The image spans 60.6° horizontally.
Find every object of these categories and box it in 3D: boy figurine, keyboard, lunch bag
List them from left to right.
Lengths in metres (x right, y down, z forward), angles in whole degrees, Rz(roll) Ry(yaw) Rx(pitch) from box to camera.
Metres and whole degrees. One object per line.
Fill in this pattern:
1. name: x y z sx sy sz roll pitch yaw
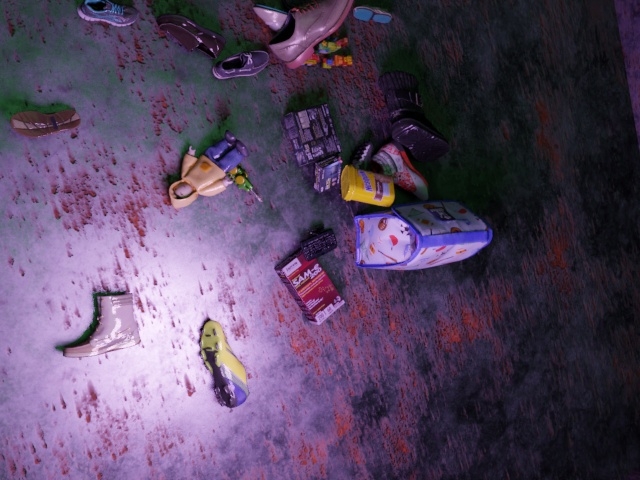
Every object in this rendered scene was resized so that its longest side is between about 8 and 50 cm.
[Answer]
1. boy figurine: -0.361 -0.215 1.687 0.285 0.092 0.177 -42 83 -9
2. keyboard: 0.000 0.000 1.868 0.192 0.038 0.100 -26 94 -54
3. lunch bag: 0.349 -0.016 1.902 0.328 0.385 0.238 -5 92 -26

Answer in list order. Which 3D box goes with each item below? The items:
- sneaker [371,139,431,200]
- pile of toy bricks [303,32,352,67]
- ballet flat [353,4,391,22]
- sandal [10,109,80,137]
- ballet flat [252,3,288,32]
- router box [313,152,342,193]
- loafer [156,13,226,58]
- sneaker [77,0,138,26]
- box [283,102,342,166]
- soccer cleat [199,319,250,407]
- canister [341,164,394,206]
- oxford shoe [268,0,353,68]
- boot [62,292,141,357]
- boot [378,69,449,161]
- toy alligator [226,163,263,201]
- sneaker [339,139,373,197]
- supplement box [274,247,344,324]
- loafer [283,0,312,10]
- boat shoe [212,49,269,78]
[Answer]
1. sneaker: 0.292 -0.229 2.042 0.145 0.090 0.270 -41 104 -21
2. pile of toy bricks: 0.032 -0.665 1.899 0.212 0.105 0.118 -7 93 -27
3. ballet flat: 0.185 -0.840 2.019 0.168 0.057 0.052 1 61 -31
4. sandal: -0.763 -0.326 1.523 0.180 0.049 0.072 -21 105 -41
5. ballet flat: -0.113 -0.734 1.846 0.249 0.086 0.086 -1 90 -28
6. router box: 0.025 -0.231 1.890 0.092 0.122 0.038 -28 57 -24
7. loafer: -0.399 -0.627 1.690 0.220 0.080 0.078 14 83 -27
8. sneaker: -0.610 -0.665 1.584 0.167 0.076 0.065 -8 94 -27
9. box: -0.026 -0.363 1.882 0.147 0.077 0.180 -23 100 -26
10. soccer cleat: -0.302 0.387 1.746 0.121 0.093 0.289 -21 95 -57
11. canister: 0.163 -0.184 1.880 0.170 0.073 0.126 10 54 -17
12. oxford shoe: -0.024 -0.723 1.771 0.348 0.123 0.130 -48 135 15
13. boot: -0.633 0.240 1.567 0.213 0.077 0.165 -10 95 -32
14. boot: 0.356 -0.467 2.055 0.348 0.131 0.260 24 49 -51
15. toy alligator: -0.260 -0.193 1.778 0.051 0.056 0.189 -29 106 17
16. sneaker: 0.153 -0.245 1.978 0.106 0.078 0.234 24 83 -28
17. supplement box: -0.036 0.155 1.877 0.130 0.073 0.239 -39 105 -22
18. loafer: 0.000 -0.852 1.890 0.268 0.084 0.096 -18 86 -29
19. boat shoe: -0.247 -0.576 1.777 0.206 0.065 0.075 -25 101 -25
